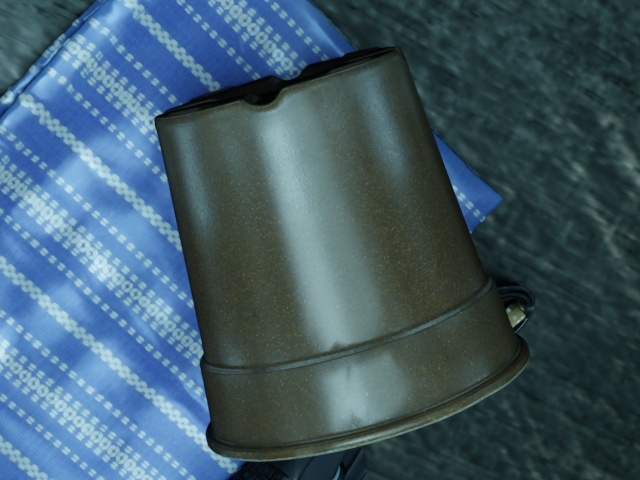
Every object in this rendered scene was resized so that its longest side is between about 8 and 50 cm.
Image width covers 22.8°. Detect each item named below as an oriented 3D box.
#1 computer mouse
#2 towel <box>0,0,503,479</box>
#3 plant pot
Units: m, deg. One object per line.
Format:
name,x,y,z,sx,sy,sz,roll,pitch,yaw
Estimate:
computer mouse,0.029,0.109,0.883,0.242,0.041,0.071,-42,129,-3
towel,-0.094,0.019,0.845,0.336,0.040,0.243,-46,109,0
plant pot,0.000,0.000,0.777,0.167,0.167,0.165,-18,100,-8
